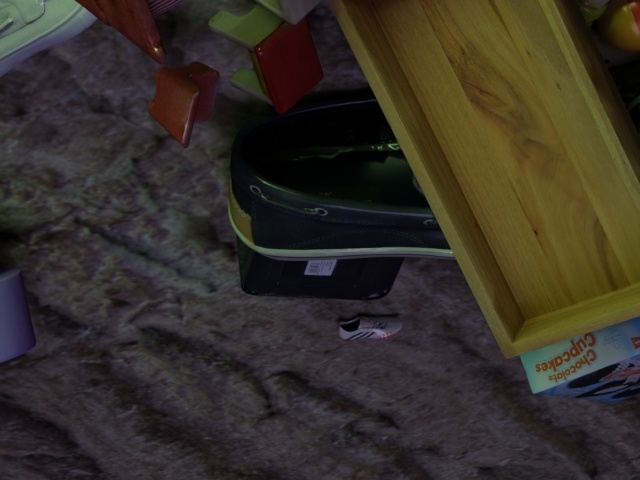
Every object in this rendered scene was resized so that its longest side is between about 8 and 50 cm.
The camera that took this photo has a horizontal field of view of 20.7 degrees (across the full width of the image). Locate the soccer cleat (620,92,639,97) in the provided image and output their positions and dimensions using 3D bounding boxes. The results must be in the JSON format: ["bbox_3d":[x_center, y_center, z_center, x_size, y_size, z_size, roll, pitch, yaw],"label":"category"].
[{"bbox_3d":[0.304,-0.102,1.963,0.196,0.068,0.076,-37,164,25],"label":"soccer cleat"}]

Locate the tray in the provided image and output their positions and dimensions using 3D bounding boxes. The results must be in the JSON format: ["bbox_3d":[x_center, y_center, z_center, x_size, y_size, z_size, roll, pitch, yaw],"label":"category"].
[{"bbox_3d":[0.188,-0.105,1.679,0.202,0.076,0.411,-21,103,28],"label":"tray"}]

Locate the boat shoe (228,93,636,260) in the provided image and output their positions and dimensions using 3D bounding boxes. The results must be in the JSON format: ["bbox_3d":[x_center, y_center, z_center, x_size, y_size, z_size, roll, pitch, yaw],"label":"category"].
[{"bbox_3d":[0.137,-0.083,1.848,0.500,0.187,0.156,-5,146,9],"label":"boat shoe"}]

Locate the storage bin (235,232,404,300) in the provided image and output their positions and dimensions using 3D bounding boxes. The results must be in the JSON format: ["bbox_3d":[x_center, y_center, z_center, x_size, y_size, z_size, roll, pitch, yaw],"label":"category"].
[{"bbox_3d":[0.000,0.000,2.021,0.180,0.084,0.122,2,143,-14],"label":"storage bin"}]

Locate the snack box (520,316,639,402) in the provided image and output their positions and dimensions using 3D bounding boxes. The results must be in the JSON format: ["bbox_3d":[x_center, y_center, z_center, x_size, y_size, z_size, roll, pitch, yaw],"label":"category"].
[{"bbox_3d":[0.397,0.145,2.216,0.187,0.060,0.322,-25,163,23],"label":"snack box"}]

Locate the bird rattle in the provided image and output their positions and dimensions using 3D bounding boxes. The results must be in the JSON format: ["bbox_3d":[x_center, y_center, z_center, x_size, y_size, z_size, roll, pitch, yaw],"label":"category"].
[{"bbox_3d":[0.311,-0.253,1.741,0.253,0.143,0.207,-32,151,10],"label":"bird rattle"}]

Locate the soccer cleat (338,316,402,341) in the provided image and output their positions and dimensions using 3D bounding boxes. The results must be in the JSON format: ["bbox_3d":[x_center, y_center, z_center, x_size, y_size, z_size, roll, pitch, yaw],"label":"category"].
[{"bbox_3d":[0.063,0.110,2.230,0.083,0.029,0.035,-8,148,8],"label":"soccer cleat"}]

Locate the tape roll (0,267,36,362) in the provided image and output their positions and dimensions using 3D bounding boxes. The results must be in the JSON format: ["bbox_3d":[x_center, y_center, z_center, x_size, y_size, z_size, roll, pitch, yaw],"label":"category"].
[{"bbox_3d":[-0.459,0.103,1.941,0.274,0.090,0.275,-11,-174,1],"label":"tape roll"}]

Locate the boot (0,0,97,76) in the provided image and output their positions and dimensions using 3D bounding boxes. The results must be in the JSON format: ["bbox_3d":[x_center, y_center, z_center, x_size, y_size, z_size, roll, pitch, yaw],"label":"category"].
[{"bbox_3d":[-0.298,-0.235,1.635,0.258,0.095,0.123,-31,145,30],"label":"boot"}]

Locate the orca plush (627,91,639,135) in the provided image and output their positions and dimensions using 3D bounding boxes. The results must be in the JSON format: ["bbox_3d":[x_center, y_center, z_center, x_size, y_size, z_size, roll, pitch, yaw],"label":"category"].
[{"bbox_3d":[0.403,-0.199,1.782,0.287,0.102,0.151,-51,136,7],"label":"orca plush"}]

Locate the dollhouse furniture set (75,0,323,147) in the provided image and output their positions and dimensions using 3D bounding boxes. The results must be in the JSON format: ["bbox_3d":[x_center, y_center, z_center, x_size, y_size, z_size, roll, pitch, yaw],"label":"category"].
[{"bbox_3d":[-0.097,-0.207,1.589,0.201,0.152,0.374,-42,146,-16],"label":"dollhouse furniture set"}]
